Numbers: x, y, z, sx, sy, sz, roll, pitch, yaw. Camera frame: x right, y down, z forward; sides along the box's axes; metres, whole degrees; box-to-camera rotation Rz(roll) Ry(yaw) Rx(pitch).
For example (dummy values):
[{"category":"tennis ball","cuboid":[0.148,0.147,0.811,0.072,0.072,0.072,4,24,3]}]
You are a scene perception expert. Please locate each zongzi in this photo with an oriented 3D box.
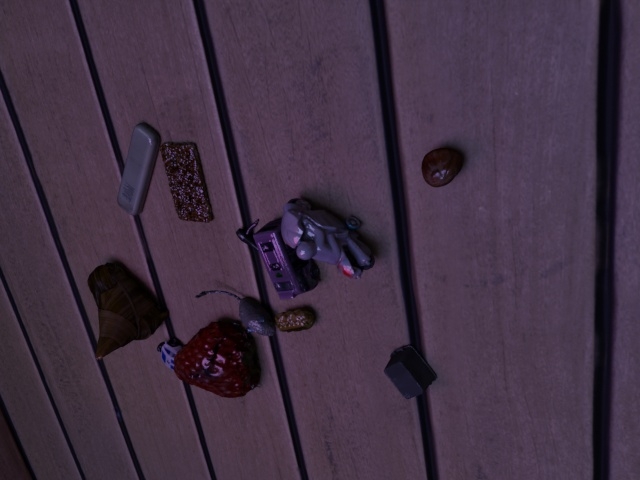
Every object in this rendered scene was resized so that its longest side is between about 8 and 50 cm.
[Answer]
[{"category":"zongzi","cuboid":[-0.669,0.220,1.933,0.286,0.288,0.134,43,124,7]}]

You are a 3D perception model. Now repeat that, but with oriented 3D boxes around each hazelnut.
[{"category":"hazelnut","cuboid":[0.246,-0.149,1.263,0.086,0.086,0.086,16,122,26]}]

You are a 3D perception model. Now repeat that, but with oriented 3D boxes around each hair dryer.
[{"category":"hair dryer","cuboid":[-0.179,-0.019,1.654,0.079,0.031,0.083,39,122,-4]}]

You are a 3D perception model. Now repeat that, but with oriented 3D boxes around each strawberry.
[{"category":"strawberry","cuboid":[-0.327,0.365,1.852,0.280,0.150,0.253,13,118,13]}]

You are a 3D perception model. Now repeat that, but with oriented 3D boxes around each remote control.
[{"category":"remote control","cuboid":[-0.529,-0.198,1.778,0.090,0.038,0.309,37,129,13]}]

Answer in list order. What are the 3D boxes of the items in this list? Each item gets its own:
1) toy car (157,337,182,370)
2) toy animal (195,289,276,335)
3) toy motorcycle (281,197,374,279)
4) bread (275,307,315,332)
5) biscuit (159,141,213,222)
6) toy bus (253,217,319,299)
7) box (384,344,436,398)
[{"category":"toy car","cuboid":[-0.462,0.388,2.030,0.171,0.070,0.080,27,127,18]},{"category":"toy animal","cuboid":[-0.229,0.191,1.763,0.253,0.079,0.070,30,106,15]},{"category":"toy motorcycle","cuboid":[0.000,0.000,1.450,0.260,0.171,0.110,39,131,13]},{"category":"bread","cuboid":[-0.064,0.217,1.682,0.110,0.060,0.066,-17,118,35]},{"category":"biscuit","cuboid":[-0.370,-0.158,1.704,0.131,0.025,0.230,4,117,31]},{"category":"toy bus","cuboid":[-0.086,0.049,1.571,0.096,0.108,0.198,-9,109,37]},{"category":"box","cuboid":[0.220,0.333,1.548,0.122,0.069,0.084,51,132,-1]}]
